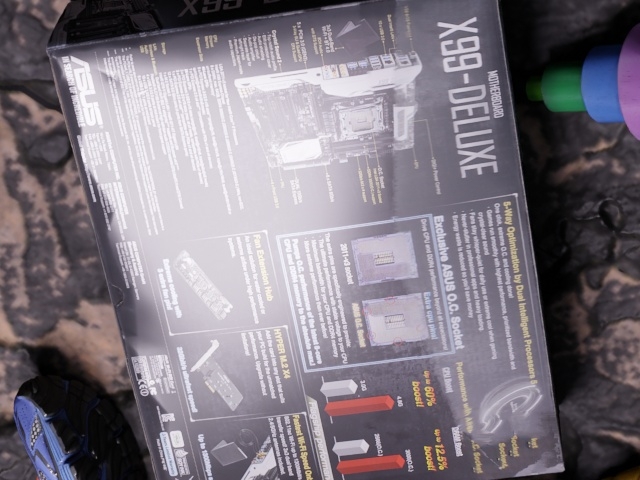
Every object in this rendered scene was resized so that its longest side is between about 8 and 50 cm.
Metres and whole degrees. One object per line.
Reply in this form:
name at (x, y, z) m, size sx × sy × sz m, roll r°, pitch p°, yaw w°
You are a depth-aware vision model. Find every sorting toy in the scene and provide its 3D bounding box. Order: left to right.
sorting toy at (0.189, 0.049, 1.092) m, size 0.126 × 0.127 × 0.365 m, roll 1°, pitch 117°, yaw 37°

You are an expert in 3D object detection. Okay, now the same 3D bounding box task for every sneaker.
sneaker at (-0.153, 0.185, 1.180) m, size 0.087 × 0.083 × 0.221 m, roll -9°, pitch 113°, yaw 14°

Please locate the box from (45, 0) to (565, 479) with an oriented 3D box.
box at (0.000, 0.000, 1.077) m, size 0.242 × 0.076 × 0.307 m, roll -8°, pitch 116°, yaw 8°
